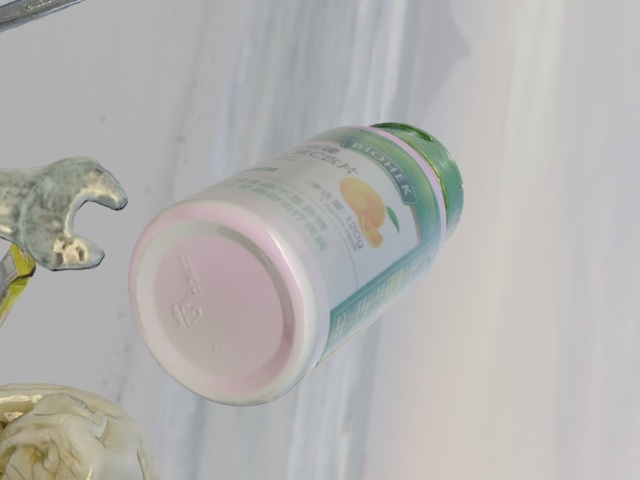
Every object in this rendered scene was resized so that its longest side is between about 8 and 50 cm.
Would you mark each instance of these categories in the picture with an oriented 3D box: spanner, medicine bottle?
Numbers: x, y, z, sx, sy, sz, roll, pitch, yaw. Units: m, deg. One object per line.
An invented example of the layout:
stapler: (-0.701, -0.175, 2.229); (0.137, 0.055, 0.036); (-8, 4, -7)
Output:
spanner: (-0.257, -0.034, 0.680); (0.017, 0.302, 0.071); (120, -21, -72)
spanner: (-0.401, -0.259, 1.516); (0.325, 0.093, 0.026); (-34, 171, -41)
medicine bottle: (0.000, 0.000, 0.839); (0.274, 0.133, 0.133); (-32, 133, -58)

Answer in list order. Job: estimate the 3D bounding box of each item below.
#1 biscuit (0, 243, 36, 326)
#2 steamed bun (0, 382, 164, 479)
biscuit: (-0.328, 0.104, 1.151); (0.292, 0.026, 0.048); (-52, -126, 31)
steamed bun: (-0.324, 0.349, 1.559); (0.237, 0.394, 0.346); (11, 52, -49)
